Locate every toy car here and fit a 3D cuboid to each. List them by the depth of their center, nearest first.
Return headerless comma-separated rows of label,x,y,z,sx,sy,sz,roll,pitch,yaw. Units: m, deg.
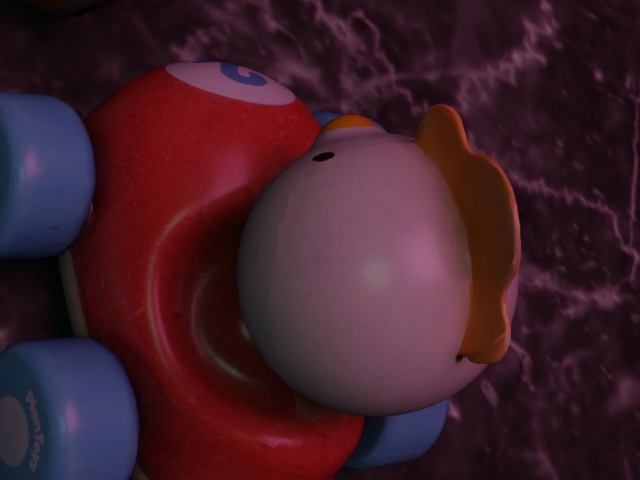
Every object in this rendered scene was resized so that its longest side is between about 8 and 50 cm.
toy car,0.000,0.000,0.642,0.219,0.238,0.210,0,73,-41

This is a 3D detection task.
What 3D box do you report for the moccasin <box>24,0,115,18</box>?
moccasin,-0.054,-0.265,0.785,0.380,0.139,0.147,-47,113,-32
